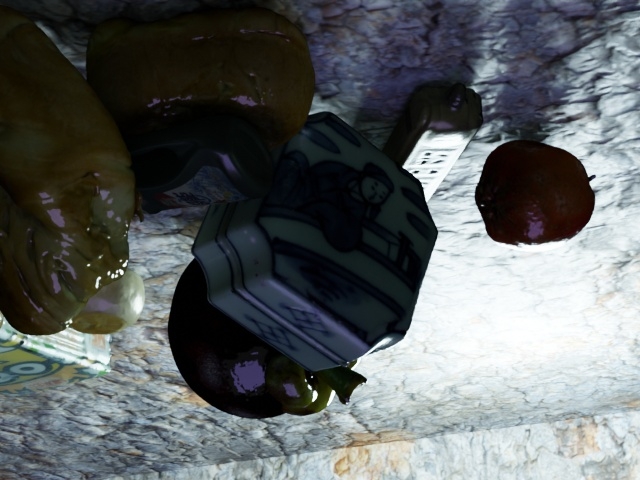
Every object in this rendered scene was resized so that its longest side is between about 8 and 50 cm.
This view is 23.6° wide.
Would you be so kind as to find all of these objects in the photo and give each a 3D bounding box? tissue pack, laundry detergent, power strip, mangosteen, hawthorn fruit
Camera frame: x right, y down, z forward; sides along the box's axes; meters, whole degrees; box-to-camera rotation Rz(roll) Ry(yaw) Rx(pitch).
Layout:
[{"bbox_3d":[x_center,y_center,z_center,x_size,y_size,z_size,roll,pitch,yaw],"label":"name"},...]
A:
[{"bbox_3d":[-0.531,0.164,2.572,0.228,0.128,0.311,-15,156,28],"label":"tissue pack"},{"bbox_3d":[-0.174,-0.080,1.720,0.222,0.078,0.144,-7,154,22],"label":"laundry detergent"},{"bbox_3d":[0.134,-0.113,2.046,0.092,0.066,0.387,-1,159,-12],"label":"power strip"},{"bbox_3d":[-0.082,0.121,2.300,0.297,0.297,0.313,4,170,-19],"label":"mangosteen"},{"bbox_3d":[0.307,-0.065,2.103,0.194,0.157,0.157,-11,167,-35],"label":"hawthorn fruit"}]

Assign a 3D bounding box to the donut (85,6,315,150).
[{"bbox_3d":[-0.136,-0.174,1.760,0.261,0.128,0.208,-4,160,5],"label":"donut"}]

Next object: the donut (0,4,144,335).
[{"bbox_3d":[-0.343,-0.074,1.683,0.170,0.360,0.360,-33,176,-32],"label":"donut"}]

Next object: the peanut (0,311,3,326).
[{"bbox_3d":[-0.551,0.042,2.163,0.192,0.169,0.387,-23,150,-7],"label":"peanut"}]

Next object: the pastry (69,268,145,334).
[{"bbox_3d":[-0.362,0.092,2.471,0.156,0.092,0.156,-3,151,-2],"label":"pastry"}]

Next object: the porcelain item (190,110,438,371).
[{"bbox_3d":[0.000,0.000,1.955,0.281,0.286,0.157,38,144,-25],"label":"porcelain item"}]
